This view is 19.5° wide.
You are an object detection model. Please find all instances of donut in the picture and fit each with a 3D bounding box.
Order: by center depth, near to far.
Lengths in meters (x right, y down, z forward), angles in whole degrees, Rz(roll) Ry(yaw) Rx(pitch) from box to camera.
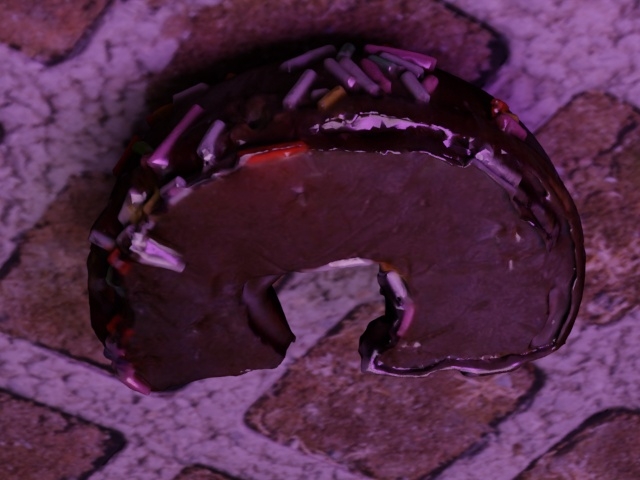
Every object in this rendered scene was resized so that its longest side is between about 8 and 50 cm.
[{"bbox_3d":[0.002,-0.017,1.259,0.345,0.136,0.259,-8,134,2],"label":"donut"}]
